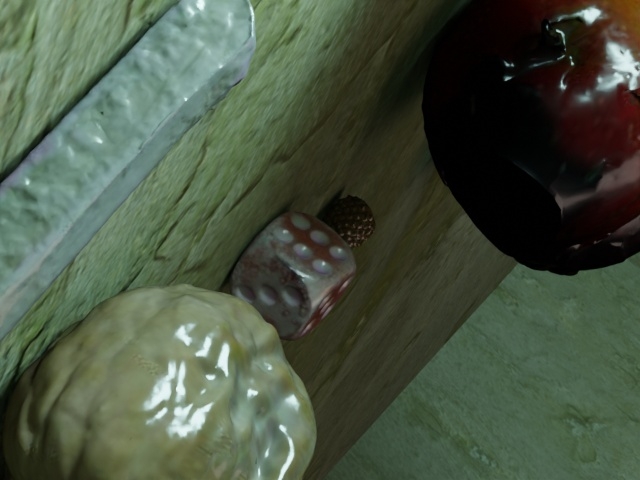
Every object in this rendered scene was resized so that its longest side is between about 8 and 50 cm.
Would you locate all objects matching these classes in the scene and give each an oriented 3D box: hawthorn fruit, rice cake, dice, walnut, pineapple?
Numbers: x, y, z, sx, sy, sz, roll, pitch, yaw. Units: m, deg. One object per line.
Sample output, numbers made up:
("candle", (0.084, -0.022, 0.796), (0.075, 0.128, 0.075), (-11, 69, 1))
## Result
("hawthorn fruit", (0.238, -0.130, 2.006), (0.316, 0.316, 0.316), (-49, 170, -11))
("rice cake", (-0.174, -0.004, 1.199), (0.399, 0.064, 0.070), (-49, 176, -14))
("dice", (-0.028, 0.035, 1.936), (0.094, 0.093, 0.091), (-39, 165, -53))
("walnut", (-0.129, 0.166, 1.550), (0.273, 0.227, 0.273), (-55, 171, -14))
("pineapple", (0.000, 0.000, 2.104), (0.124, 0.058, 0.058), (-31, 162, -29))

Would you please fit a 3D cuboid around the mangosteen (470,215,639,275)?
("mangosteen", (0.306, -0.109, 2.423), (0.311, 0.311, 0.311), (-49, 170, -11))
